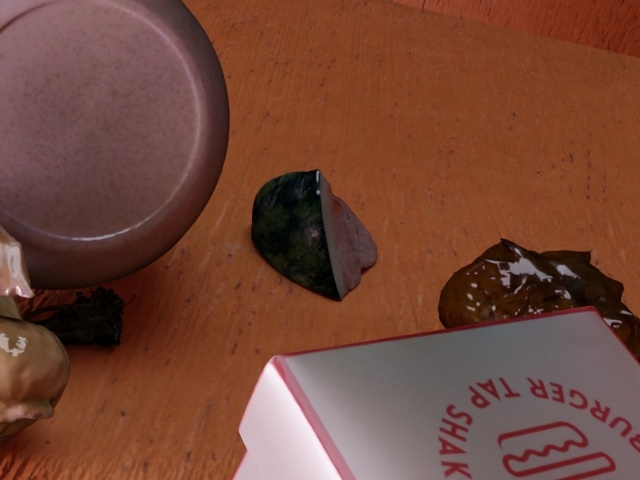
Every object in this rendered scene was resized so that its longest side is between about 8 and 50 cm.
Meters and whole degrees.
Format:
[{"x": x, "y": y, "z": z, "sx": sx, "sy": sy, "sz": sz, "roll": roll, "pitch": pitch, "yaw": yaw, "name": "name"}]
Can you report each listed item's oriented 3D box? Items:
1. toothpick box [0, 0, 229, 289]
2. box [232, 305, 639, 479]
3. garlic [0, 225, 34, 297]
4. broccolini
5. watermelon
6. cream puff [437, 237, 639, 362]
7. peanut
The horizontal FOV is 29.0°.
[{"x": -0.323, "y": -0.151, "z": 1.475, "sx": 0.409, "sy": 0.409, "sz": 0.425, "roll": 1, "pitch": 5, "yaw": -24, "name": "toothpick box"}, {"x": 0.113, "y": 0.268, "z": 0.887, "sx": 0.314, "sy": 0.300, "sz": 0.312, "roll": -6, "pitch": 46, "yaw": -34, "name": "box"}, {"x": -0.412, "y": 0.036, "z": 1.152, "sx": 0.266, "sy": 0.128, "sz": 0.148, "roll": -25, "pitch": 13, "yaw": -11, "name": "garlic"}, {"x": -0.311, "y": 0.095, "z": 1.394, "sx": 0.201, "sy": 0.058, "sz": 0.074, "roll": -5, "pitch": 24, "yaw": -35, "name": "broccolini"}, {"x": -0.018, "y": 0.009, "z": 1.733, "sx": 0.202, "sy": 0.136, "sz": 0.207, "roll": 41, "pitch": -21, "yaw": -29, "name": "watermelon"}, {"x": 0.279, "y": 0.103, "z": 1.559, "sx": 0.269, "sy": 0.155, "sz": 0.241, "roll": 16, "pitch": 30, "yaw": -9, "name": "cream puff"}, {"x": -0.353, "y": 0.119, "z": 1.222, "sx": 0.143, "sy": 0.159, "sz": 0.291, "roll": 42, "pitch": -9, "yaw": -35, "name": "peanut"}]
